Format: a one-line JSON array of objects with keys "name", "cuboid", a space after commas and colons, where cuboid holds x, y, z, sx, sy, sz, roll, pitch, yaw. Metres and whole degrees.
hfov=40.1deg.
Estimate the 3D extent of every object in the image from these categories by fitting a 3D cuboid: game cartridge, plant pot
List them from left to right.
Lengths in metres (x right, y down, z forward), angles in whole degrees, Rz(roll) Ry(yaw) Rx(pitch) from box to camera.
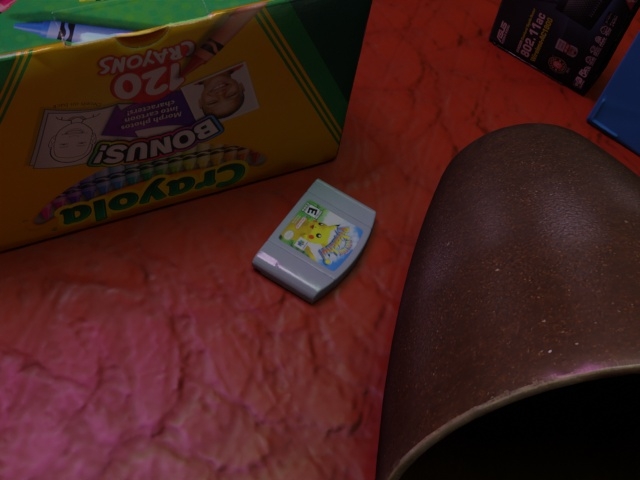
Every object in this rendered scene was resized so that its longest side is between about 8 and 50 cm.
[{"name": "game cartridge", "cuboid": [0.000, 0.000, 0.580, 0.056, 0.017, 0.083, 32, 58, 7]}, {"name": "plant pot", "cuboid": [0.130, 0.045, 0.475, 0.216, 0.215, 0.230, 5, 43, -6]}]

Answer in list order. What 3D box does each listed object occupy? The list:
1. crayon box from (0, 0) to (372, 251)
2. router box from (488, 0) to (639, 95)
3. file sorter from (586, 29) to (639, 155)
[{"name": "crayon box", "cuboid": [-0.117, -0.094, 0.533, 0.279, 0.165, 0.081, -17, 62, -18]}, {"name": "router box", "cuboid": [0.187, -0.178, 0.659, 0.092, 0.122, 0.038, 35, 65, 14]}, {"name": "file sorter", "cuboid": [0.294, -0.135, 0.621, 0.118, 0.170, 0.104, 37, 57, 15]}]
